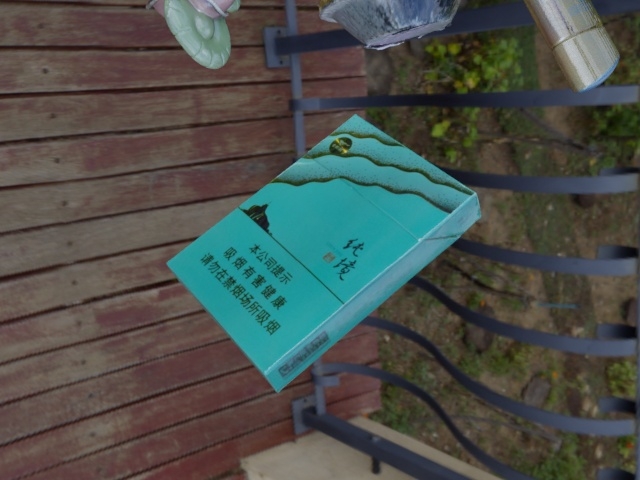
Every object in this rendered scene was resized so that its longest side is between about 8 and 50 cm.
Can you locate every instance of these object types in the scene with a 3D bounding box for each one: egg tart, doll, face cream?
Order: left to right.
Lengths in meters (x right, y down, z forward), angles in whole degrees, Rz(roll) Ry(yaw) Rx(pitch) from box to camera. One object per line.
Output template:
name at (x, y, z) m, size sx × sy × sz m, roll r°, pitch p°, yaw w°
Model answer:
doll at (-0.237, -0.431, 1.259) m, size 0.268 × 0.216 × 0.284 m, roll 48°, pitch 35°, yaw -39°
egg tart at (0.112, -0.326, 1.064) m, size 0.234 × 0.234 × 0.094 m, roll -16°, pitch 95°, yaw -35°
face cream at (0.335, -0.348, 1.098) m, size 0.139 × 0.067 × 0.285 m, roll -25°, pitch 86°, yaw -47°

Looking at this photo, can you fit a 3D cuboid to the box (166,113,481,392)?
box at (0.000, 0.000, 0.662) m, size 0.226 × 0.161 × 0.042 m, roll -39°, pitch 142°, yaw -12°
